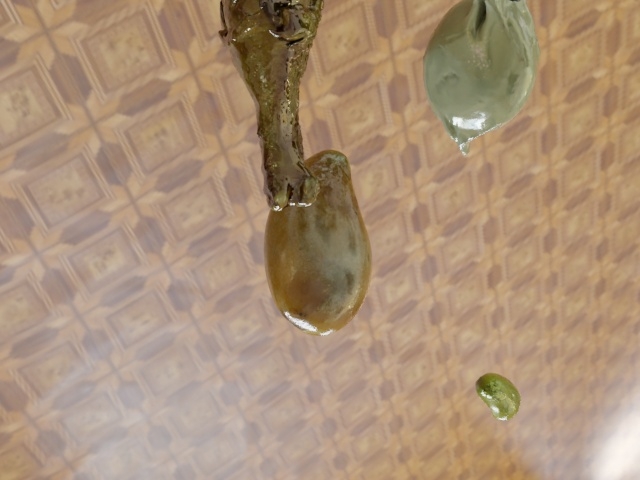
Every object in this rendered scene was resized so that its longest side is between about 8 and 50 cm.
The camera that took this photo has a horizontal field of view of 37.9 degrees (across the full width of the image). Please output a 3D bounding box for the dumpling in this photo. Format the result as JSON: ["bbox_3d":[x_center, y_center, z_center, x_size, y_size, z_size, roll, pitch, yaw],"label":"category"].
[{"bbox_3d":[0.302,-0.357,1.784,0.212,0.270,0.320,18,140,-30],"label":"dumpling"}]

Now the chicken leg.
[{"bbox_3d":[-0.066,-0.239,1.242,0.140,0.211,0.361,1,115,-3],"label":"chicken leg"}]

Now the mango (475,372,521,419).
[{"bbox_3d":[0.367,0.316,1.910,0.074,0.091,0.165,-33,150,5],"label":"mango"}]

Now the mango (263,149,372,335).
[{"bbox_3d":[0.000,0.000,1.554,0.193,0.146,0.316,9,82,-35],"label":"mango"}]
